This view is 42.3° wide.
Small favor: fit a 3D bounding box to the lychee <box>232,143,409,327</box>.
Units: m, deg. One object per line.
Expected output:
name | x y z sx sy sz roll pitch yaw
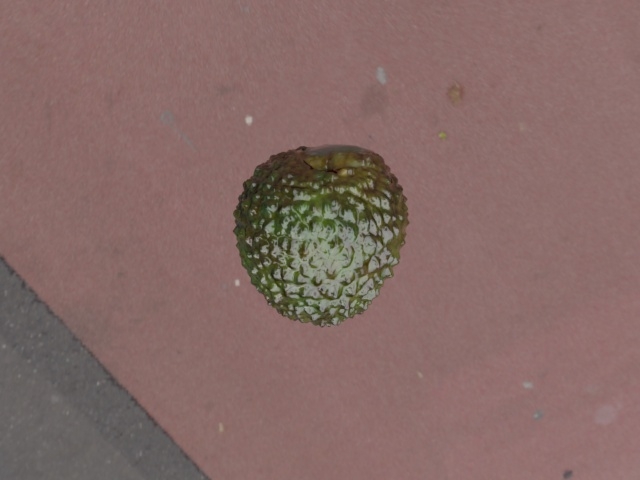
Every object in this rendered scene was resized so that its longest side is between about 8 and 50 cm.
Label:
lychee | 0.000 0.000 0.732 0.171 0.171 0.171 -4 116 -8
